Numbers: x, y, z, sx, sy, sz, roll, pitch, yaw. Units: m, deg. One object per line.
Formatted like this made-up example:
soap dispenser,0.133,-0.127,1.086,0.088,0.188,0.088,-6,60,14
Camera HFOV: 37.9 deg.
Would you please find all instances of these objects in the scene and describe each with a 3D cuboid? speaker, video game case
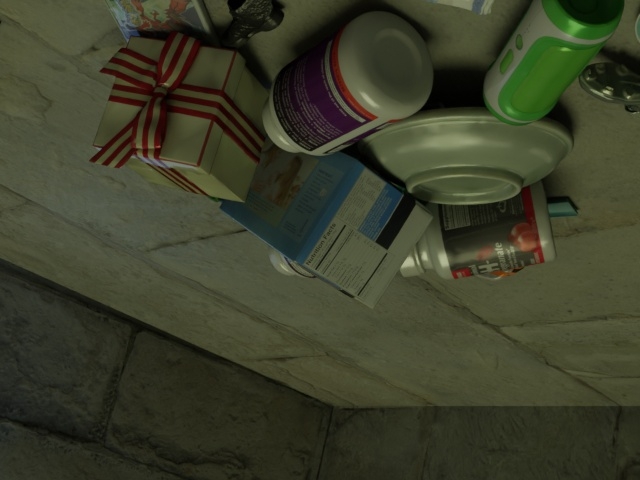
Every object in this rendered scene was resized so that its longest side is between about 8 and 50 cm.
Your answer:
speaker,0.347,-0.290,1.423,0.131,0.131,0.296,15,158,-4
video game case,-0.286,-0.400,1.651,0.184,0.023,0.201,8,157,13

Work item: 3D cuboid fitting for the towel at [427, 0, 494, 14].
towel,0.133,-0.422,1.348,0.285,0.034,0.209,14,157,0

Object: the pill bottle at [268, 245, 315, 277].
pill bottle,0.000,0.000,2.267,0.169,0.169,0.302,25,156,-27

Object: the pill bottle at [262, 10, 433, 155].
pill bottle,0.032,-0.256,1.610,0.182,0.181,0.323,25,155,-28

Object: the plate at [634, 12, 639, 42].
plate,0.560,-0.319,1.367,0.188,0.024,0.188,12,158,5

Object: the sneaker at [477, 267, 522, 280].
sneaker,0.326,0.003,2.147,0.321,0.124,0.180,29,-163,27

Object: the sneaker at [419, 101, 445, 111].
sneaker,0.149,-0.238,1.755,0.191,0.071,0.083,-1,149,13

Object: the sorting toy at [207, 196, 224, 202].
sorting toy,-0.248,-0.124,2.292,0.061,0.042,0.102,39,163,-18

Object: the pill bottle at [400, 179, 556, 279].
pill bottle,0.317,-0.015,1.939,0.319,0.176,0.176,-11,152,14

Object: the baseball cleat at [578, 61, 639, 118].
baseball cleat,0.501,-0.233,1.514,0.206,0.072,0.109,8,160,-10

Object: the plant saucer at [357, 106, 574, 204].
plant saucer,0.268,-0.139,1.747,0.401,0.100,0.400,2,169,0

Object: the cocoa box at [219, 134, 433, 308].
cocoa box,0.002,-0.059,1.869,0.228,0.231,0.347,32,180,-36

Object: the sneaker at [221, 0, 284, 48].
sneaker,-0.129,-0.384,1.572,0.170,0.051,0.089,-13,146,40

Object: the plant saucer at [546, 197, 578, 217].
plant saucer,0.462,-0.068,2.041,0.192,0.018,0.067,-4,152,35

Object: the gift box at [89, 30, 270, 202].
gift box,-0.269,-0.219,1.725,0.277,0.255,0.258,7,167,19

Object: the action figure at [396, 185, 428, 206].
action figure,0.197,-0.041,2.065,0.137,0.063,0.232,18,126,-5

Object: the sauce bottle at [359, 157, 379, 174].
sauce bottle,0.144,-0.156,1.975,0.128,0.042,0.042,5,157,25
